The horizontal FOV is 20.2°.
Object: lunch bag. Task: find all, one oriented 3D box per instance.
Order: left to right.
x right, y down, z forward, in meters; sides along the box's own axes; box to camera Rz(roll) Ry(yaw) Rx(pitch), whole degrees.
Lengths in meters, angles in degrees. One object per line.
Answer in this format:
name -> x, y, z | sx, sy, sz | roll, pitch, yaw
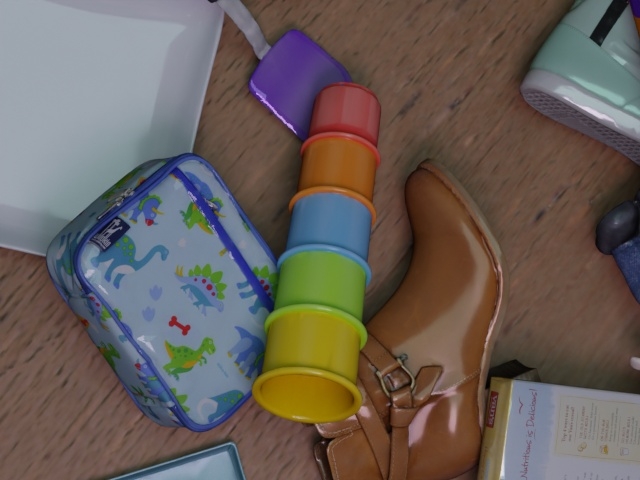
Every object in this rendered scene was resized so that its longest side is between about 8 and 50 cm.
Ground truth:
lunch bag -> -0.121, 0.042, 1.583 | 0.176, 0.090, 0.219 | -41, 110, -27

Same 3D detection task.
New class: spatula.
spatula -> -0.079, -0.210, 1.644 | 0.296, 0.030, 0.084 | 46, 72, -27

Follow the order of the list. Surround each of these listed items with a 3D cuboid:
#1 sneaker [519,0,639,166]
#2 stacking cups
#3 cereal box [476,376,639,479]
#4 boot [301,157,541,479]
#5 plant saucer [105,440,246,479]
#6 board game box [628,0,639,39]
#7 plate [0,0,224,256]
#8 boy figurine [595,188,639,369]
sneaker -> 0.332, -0.145, 1.700 | 0.256, 0.094, 0.151 | 29, 77, -4
stacking cups -> 0.000, 0.000, 1.585 | 0.096, 0.096, 0.316 | 9, 58, -6
cereal box -> 0.255, 0.220, 1.627 | 0.240, 0.047, 0.173 | 9, 88, -22
boot -> 0.066, 0.086, 1.635 | 0.220, 0.109, 0.283 | -19, 97, -12
plant saucer -> -0.160, 0.241, 1.625 | 0.192, 0.018, 0.067 | -16, 85, -10
board game box -> 0.520, -0.193, 1.516 | 0.356, 0.356, 0.356 | 0, 61, -20
plate -> -0.249, -0.120, 1.646 | 0.277, 0.045, 0.278 | 12, 81, -5
boy figurine -> 0.367, 0.078, 1.634 | 0.177, 0.092, 0.285 | -35, 66, 0
